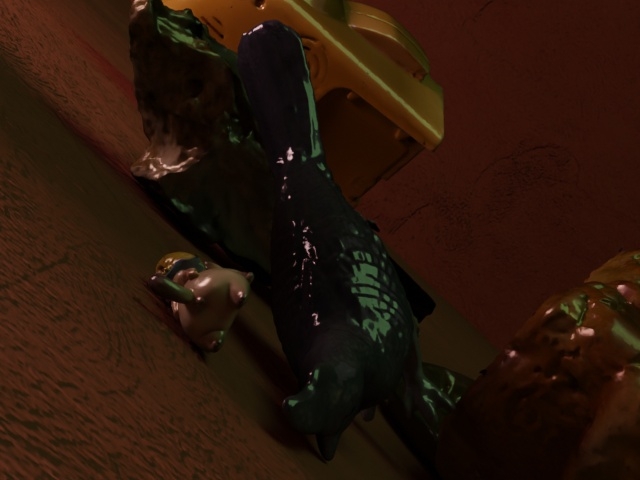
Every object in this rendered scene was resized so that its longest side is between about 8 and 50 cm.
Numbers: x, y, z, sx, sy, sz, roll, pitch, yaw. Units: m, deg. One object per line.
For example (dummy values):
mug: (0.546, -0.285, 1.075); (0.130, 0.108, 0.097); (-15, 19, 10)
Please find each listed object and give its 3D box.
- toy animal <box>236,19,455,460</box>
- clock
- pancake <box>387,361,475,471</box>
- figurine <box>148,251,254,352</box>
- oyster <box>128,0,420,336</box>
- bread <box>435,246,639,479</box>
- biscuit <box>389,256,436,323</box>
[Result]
toy animal: (0.015, 0.035, 0.969); (0.367, 0.081, 0.206); (-97, 162, -50)
clock: (-0.050, -0.173, 1.609); (0.317, 0.244, 0.200); (39, 22, -25)
pancake: (0.143, 0.192, 1.193); (0.242, 0.050, 0.242); (37, 16, -12)
figurine: (-0.065, 0.025, 0.818); (0.050, 0.047, 0.083); (34, 1, -7)
oyster: (-0.050, -0.038, 1.147); (0.341, 0.110, 0.166); (45, 8, -46)
bread: (0.211, 0.114, 1.129); (0.149, 0.195, 0.344); (41, 19, 11)
biscuit: (0.039, 0.041, 1.481); (0.106, 0.070, 0.252); (47, 5, 13)
